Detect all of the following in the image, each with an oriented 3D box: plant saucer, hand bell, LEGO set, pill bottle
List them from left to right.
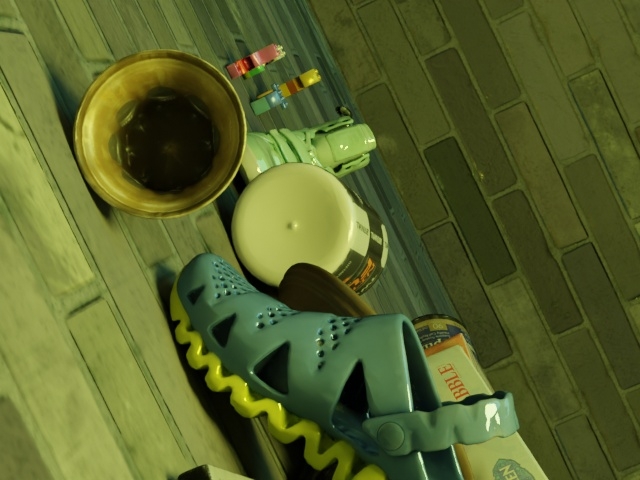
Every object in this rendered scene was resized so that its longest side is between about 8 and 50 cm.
[{"bbox_3d":[-0.114,-0.063,1.012,0.242,0.126,0.126,83,-17,-83],"label":"hand bell"},{"bbox_3d":[-0.056,-0.235,1.752,0.087,0.093,0.227,64,9,-8],"label":"LEGO set"},{"bbox_3d":[0.000,0.000,1.328,0.130,0.130,0.246,67,10,12],"label":"pill bottle"},{"bbox_3d":[0.037,0.146,1.114,0.278,0.041,0.278,50,-19,24],"label":"plant saucer"},{"bbox_3d":[0.181,0.219,1.795,0.122,0.123,0.219,58,11,-37],"label":"pill bottle"}]

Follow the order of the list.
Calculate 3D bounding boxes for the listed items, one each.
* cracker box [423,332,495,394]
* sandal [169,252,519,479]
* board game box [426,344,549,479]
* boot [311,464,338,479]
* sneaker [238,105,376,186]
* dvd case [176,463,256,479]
[{"bbox_3d":[0.142,0.234,1.433,0.232,0.156,0.067,59,11,-31],"label":"cracker box"},{"bbox_3d":[0.026,0.106,0.930,0.317,0.138,0.126,38,14,12],"label":"sandal"},{"bbox_3d":[0.195,0.311,1.167,0.318,0.066,0.318,-120,-172,-53],"label":"board game box"},{"bbox_3d":[0.077,0.286,0.939,0.229,0.091,0.262,130,-65,-82],"label":"boot"},{"bbox_3d":[-0.017,-0.109,1.460,0.256,0.151,0.094,-18,84,-80],"label":"sneaker"},{"bbox_3d":[-0.019,0.256,0.855,0.179,0.030,0.239,69,10,22],"label":"dvd case"}]
